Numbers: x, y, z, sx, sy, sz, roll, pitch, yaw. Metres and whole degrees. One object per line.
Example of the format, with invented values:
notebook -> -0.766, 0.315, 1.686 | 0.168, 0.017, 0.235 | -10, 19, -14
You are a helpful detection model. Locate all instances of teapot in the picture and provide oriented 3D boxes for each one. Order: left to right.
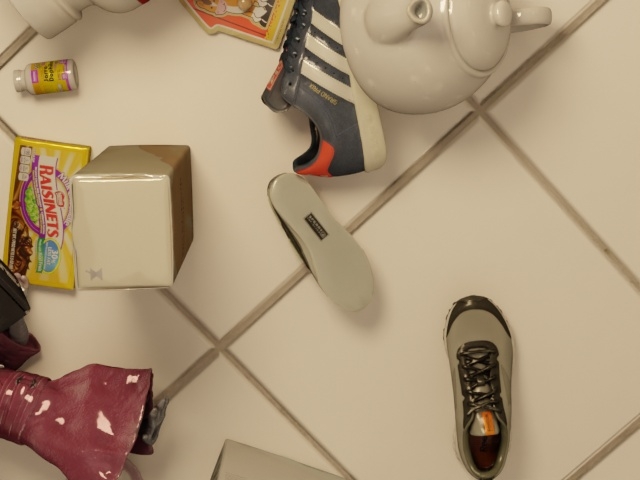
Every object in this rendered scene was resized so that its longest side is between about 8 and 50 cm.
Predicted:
teapot -> 0.162, -0.280, 1.727 | 0.187, 0.256, 0.252 | -1, 140, 38

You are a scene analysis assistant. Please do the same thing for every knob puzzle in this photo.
knob puzzle -> -0.121, -0.370, 1.828 | 0.213, 0.030, 0.213 | 0, 102, 0

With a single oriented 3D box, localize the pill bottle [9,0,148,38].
pill bottle -> -0.224, -0.435, 1.709 | 0.407, 0.229, 0.229 | -32, 100, 5

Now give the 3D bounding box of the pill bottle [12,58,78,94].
pill bottle -> -0.374, -0.221, 1.849 | 0.083, 0.043, 0.043 | -7, 102, 1

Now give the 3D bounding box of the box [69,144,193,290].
box -> -0.237, -0.036, 1.753 | 0.121, 0.311, 0.148 | -1, 102, -1

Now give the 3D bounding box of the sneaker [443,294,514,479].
sneaker -> 0.231, 0.210, 1.917 | 0.100, 0.108, 0.272 | -5, 101, 2

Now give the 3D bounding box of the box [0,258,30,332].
box -> -0.620, 0.087, 1.723 | 0.395, 0.097, 0.318 | -34, 131, -2

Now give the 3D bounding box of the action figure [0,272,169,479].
action figure -> -0.401, 0.231, 1.909 | 0.370, 0.248, 0.276 | 19, 145, 8

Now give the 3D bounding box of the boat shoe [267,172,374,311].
boat shoe -> 0.000, 0.000, 1.889 | 0.077, 0.070, 0.219 | -33, 96, -10

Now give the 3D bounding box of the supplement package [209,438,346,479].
supplement package -> -0.074, 0.407, 1.905 | 0.194, 0.203, 0.149 | 19, 102, -4

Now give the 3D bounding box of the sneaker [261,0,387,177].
sneaker -> -0.016, -0.247, 1.803 | 0.148, 0.131, 0.350 | -13, 102, -2

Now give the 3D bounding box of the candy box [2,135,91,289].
candy box -> -0.383, -0.038, 1.897 | 0.105, 0.027, 0.206 | 7, 102, -4
